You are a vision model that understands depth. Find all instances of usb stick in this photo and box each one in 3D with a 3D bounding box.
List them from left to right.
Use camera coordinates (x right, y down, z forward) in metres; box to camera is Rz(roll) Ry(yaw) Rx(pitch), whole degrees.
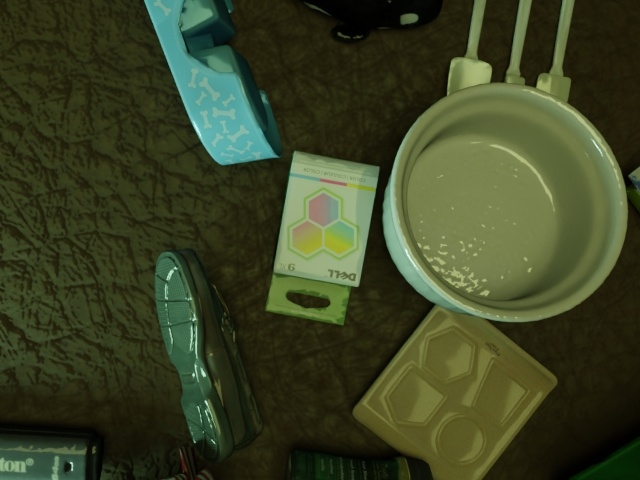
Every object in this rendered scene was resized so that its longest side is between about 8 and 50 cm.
[{"bbox_3d":[-0.412,0.263,0.872,0.278,0.045,0.077,5,90,-5],"label":"usb stick"}]

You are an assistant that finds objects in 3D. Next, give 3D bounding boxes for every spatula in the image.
[{"bbox_3d":[0.259,-0.265,0.934,0.168,0.019,0.241,9,90,-4],"label":"spatula"}]

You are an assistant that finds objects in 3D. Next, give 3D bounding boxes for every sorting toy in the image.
[{"bbox_3d":[0.175,0.204,0.930,0.193,0.038,0.208,39,92,-4],"label":"sorting toy"}]

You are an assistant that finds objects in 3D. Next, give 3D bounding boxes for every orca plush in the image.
[{"bbox_3d":[0.023,-0.349,0.869,0.287,0.102,0.151,33,88,-5],"label":"orca plush"}]

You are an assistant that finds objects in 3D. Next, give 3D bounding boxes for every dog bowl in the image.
[{"bbox_3d":[-0.132,-0.225,0.835,0.074,0.166,0.297,-21,93,7],"label":"dog bowl"}]

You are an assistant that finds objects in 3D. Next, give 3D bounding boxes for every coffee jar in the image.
[{"bbox_3d":[0.047,0.319,0.891,0.185,0.079,0.096,5,114,-5],"label":"coffee jar"}]

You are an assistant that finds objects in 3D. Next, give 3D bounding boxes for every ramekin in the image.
[{"bbox_3d":[0.206,-0.036,0.856,0.278,0.135,0.277,1,80,-8],"label":"ramekin"}]

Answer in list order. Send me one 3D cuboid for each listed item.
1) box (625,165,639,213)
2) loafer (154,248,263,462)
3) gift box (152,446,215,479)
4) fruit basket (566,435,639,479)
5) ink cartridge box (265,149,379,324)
[{"bbox_3d":[0.492,-0.045,0.946,0.109,0.042,0.178,-38,94,-4],"label":"box"},{"bbox_3d":[-0.137,0.136,0.885,0.084,0.096,0.267,-15,96,-41],"label":"loafer"},{"bbox_3d":[-0.213,0.392,0.797,0.258,0.276,0.255,-20,80,-1],"label":"gift box"},{"bbox_3d":[0.518,0.393,0.847,0.393,0.283,0.391,0,87,-1],"label":"fruit basket"},{"bbox_3d":[0.000,0.000,0.894,0.109,0.062,0.209,11,91,-6],"label":"ink cartridge box"}]
